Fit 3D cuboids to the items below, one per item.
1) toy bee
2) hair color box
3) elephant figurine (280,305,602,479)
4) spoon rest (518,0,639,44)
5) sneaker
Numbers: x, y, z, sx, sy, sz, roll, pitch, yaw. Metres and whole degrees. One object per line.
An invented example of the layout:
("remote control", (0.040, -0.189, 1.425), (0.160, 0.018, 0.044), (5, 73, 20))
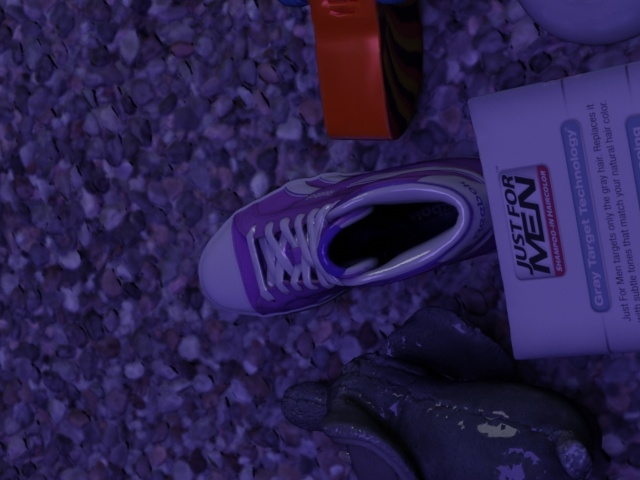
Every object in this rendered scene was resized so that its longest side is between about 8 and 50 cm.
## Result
("toy bee", (0.041, -0.230, 1.000), (0.195, 0.162, 0.298), (21, 130, 13))
("hair color box", (0.286, -0.034, 0.861), (0.374, 0.113, 0.185), (-8, 93, 41))
("elephant figurine", (0.071, 0.135, 1.005), (0.239, 0.169, 0.186), (30, 114, 14))
("spoon rest", (0.174, -0.272, 0.965), (0.137, 0.084, 0.276), (-12, 105, 27))
("sneaker", (0.000, -0.001, 1.026), (0.282, 0.161, 0.102), (-19, 90, 29))
